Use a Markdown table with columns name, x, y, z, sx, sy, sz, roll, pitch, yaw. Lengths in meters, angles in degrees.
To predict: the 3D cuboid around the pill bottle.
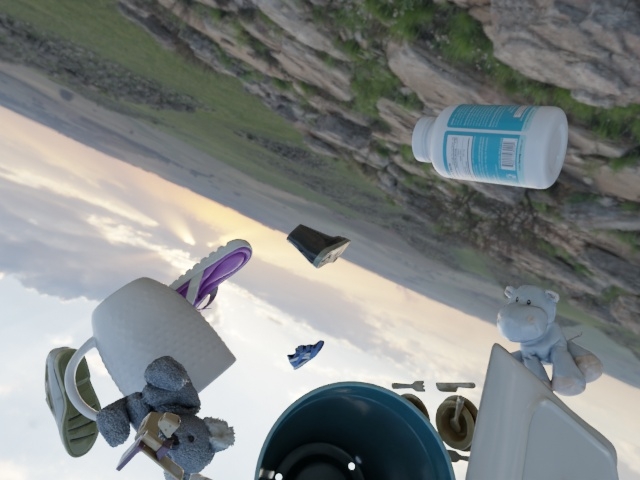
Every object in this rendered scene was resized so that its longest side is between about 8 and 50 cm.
| name | x | y | z | sx | sy | sz | roll | pitch | yaw |
| --- | --- | --- | --- | --- | --- | --- | --- | --- | --- |
| pill bottle | 0.312 | -0.184 | 0.962 | 0.264 | 0.146 | 0.146 | 15 | 174 | 38 |

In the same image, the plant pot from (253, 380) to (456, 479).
| name | x | y | z | sx | sy | sz | roll | pitch | yaw |
| --- | --- | --- | --- | --- | --- | --- | --- | --- | --- |
| plant pot | 0.026 | 0.376 | 0.758 | 0.272 | 0.271 | 0.255 | 24 | 149 | 1 |

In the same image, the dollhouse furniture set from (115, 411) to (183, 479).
| name | x | y | z | sx | sy | sz | roll | pitch | yaw |
| --- | --- | --- | --- | --- | --- | --- | --- | --- | --- |
| dollhouse furniture set | -0.195 | 0.264 | 0.671 | 0.081 | 0.091 | 0.114 | 44 | 179 | -10 |

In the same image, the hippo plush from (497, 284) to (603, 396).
| name | x | y | z | sx | sy | sz | roll | pitch | yaw |
| --- | --- | --- | --- | --- | --- | --- | --- | --- | --- |
| hippo plush | 0.576 | 0.234 | 1.283 | 0.234 | 0.294 | 0.236 | 9 | 127 | 50 |

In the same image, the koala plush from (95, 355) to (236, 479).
| name | x | y | z | sx | sy | sz | roll | pitch | yaw |
| --- | --- | --- | --- | --- | --- | --- | --- | --- | --- |
| koala plush | -0.293 | 0.381 | 1.039 | 0.221 | 0.196 | 0.203 | 43 | 171 | 16 |

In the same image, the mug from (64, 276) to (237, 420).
| name | x | y | z | sx | sy | sz | roll | pitch | yaw |
| --- | --- | --- | --- | --- | --- | --- | --- | --- | --- |
| mug | -0.462 | 0.298 | 1.305 | 0.328 | 0.374 | 0.276 | 52 | 156 | 3 |

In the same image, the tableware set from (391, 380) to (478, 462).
| name | x | y | z | sx | sy | sz | roll | pitch | yaw |
| --- | --- | --- | --- | --- | --- | --- | --- | --- | --- |
| tableware set | 0.178 | 0.298 | 0.831 | 0.039 | 0.128 | 0.194 | 2 | 165 | -36 |

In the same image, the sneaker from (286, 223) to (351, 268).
| name | x | y | z | sx | sy | sz | roll | pitch | yaw |
| --- | --- | --- | --- | --- | --- | --- | --- | --- | --- |
| sneaker | 0.000 | 0.000 | 1.353 | 0.118 | 0.083 | 0.222 | 40 | -163 | 13 |

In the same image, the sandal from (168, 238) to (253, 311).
| name | x | y | z | sx | sy | sz | roll | pitch | yaw |
| --- | --- | --- | --- | --- | --- | --- | --- | --- | --- |
| sandal | -0.361 | 0.159 | 1.517 | 0.102 | 0.416 | 0.169 | 47 | -176 | 30 |

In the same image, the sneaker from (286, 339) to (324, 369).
| name | x | y | z | sx | sy | sz | roll | pitch | yaw |
| --- | --- | --- | --- | --- | --- | --- | --- | --- | --- |
| sneaker | -0.050 | 0.370 | 1.680 | 0.059 | 0.144 | 0.053 | 52 | -171 | -2 |

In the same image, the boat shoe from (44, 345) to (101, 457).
| name | x | y | z | sx | sy | sz | roll | pitch | yaw |
| --- | --- | --- | --- | --- | --- | --- | --- | --- | --- |
| boat shoe | -0.680 | 0.434 | 1.382 | 0.103 | 0.301 | 0.113 | 1 | -174 | 38 |

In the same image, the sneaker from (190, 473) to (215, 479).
| name | x | y | z | sx | sy | sz | roll | pitch | yaw |
| --- | --- | --- | --- | --- | --- | --- | --- | --- | --- |
| sneaker | -0.291 | 0.767 | 1.381 | 0.130 | 0.296 | 0.111 | -2 | -154 | 28 |

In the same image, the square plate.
| name | x | y | z | sx | sy | sz | roll | pitch | yaw |
| --- | --- | --- | --- | --- | --- | --- | --- | --- | --- |
| square plate | 0.288 | 0.356 | 0.623 | 0.347 | 0.343 | 0.049 | 39 | 147 | -28 |
